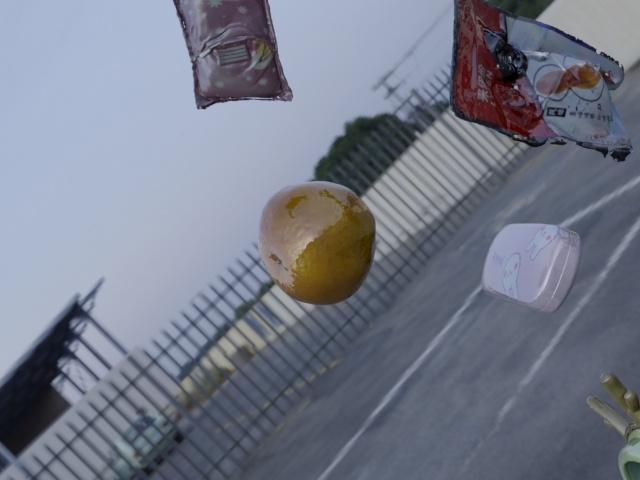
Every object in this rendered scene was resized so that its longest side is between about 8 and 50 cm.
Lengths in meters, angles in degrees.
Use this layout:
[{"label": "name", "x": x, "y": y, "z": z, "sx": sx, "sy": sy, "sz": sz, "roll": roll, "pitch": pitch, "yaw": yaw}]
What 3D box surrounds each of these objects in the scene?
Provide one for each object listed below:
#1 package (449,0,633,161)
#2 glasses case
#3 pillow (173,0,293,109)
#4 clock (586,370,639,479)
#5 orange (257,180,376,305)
[{"label": "package", "x": 0.266, "y": -0.191, "z": 1.064, "sx": 0.071, "sy": 0.270, "sz": 0.193, "roll": 125, "pitch": 150, "yaw": -52}, {"label": "glasses case", "x": 0.287, "y": 0.035, "z": 1.231, "sx": 0.297, "sy": 0.075, "sz": 0.113, "roll": -176, "pitch": 105, "yaw": -87}, {"label": "pillow", "x": -0.103, "y": -0.238, "z": 0.987, "sx": 0.118, "sy": 0.184, "sz": 0.043, "roll": -9, "pitch": 15, "yaw": 4}, {"label": "clock", "x": 0.367, "y": 0.232, "z": 0.780, "sx": 0.096, "sy": 0.308, "sz": 0.235, "roll": -41, "pitch": -22, "yaw": -8}, {"label": "orange", "x": 0.000, "y": 0.000, "z": 1.074, "sx": 0.136, "sy": 0.159, "sz": 0.159, "roll": -29, "pitch": -8, "yaw": -28}]
